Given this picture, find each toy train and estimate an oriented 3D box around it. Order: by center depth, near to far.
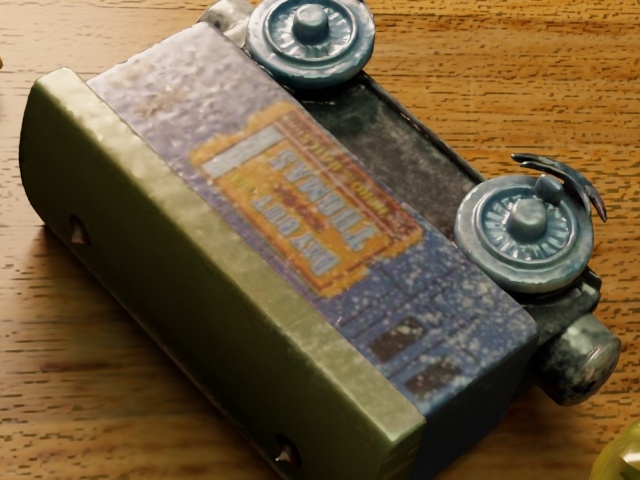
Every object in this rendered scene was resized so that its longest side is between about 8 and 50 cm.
[{"bbox_3d":[0.000,0.000,0.732,0.202,0.131,0.299,-34,63,-28],"label":"toy train"}]

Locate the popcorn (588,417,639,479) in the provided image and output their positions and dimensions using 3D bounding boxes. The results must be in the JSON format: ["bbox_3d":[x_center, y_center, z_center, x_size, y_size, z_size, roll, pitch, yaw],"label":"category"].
[{"bbox_3d":[0.187,0.221,0.457,0.290,0.326,0.321,-4,15,-40],"label":"popcorn"}]

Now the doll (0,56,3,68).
[{"bbox_3d":[-0.229,-0.068,0.760,0.088,0.102,0.179,-11,39,36],"label":"doll"}]
